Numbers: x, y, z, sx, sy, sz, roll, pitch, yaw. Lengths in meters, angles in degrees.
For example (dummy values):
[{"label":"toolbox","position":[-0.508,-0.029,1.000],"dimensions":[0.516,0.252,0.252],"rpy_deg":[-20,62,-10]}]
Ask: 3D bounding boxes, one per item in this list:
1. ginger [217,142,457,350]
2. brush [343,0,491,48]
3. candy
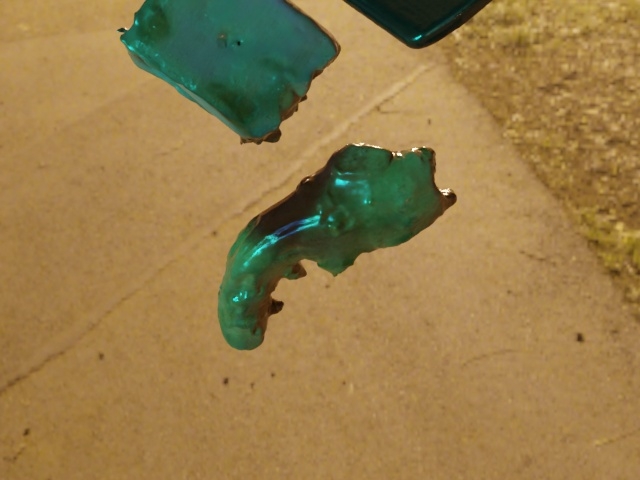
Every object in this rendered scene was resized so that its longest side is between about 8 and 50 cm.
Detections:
[{"label":"ginger","position":[-0.003,-0.001,0.577],"dimensions":[0.173,0.069,0.051],"rpy_deg":[-33,33,24]},{"label":"brush","position":[-0.004,-0.133,0.363],"dimensions":[0.063,0.016,0.193],"rpy_deg":[-43,59,-6]},{"label":"candy","position":[-0.093,-0.192,0.988],"dimensions":[0.195,0.137,0.185],"rpy_deg":[35,-1,-7]}]
